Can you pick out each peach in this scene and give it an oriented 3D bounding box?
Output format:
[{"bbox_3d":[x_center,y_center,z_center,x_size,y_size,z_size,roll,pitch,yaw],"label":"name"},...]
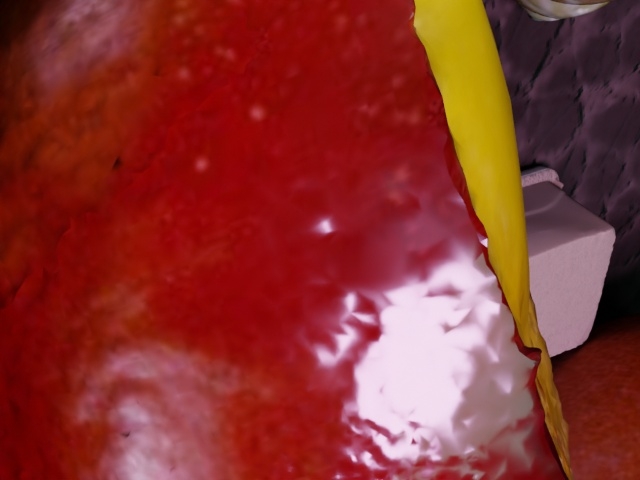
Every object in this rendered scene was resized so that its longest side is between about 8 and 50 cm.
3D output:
[{"bbox_3d":[0.000,0.000,0.665,0.281,0.281,0.338,2,115,-49],"label":"peach"}]

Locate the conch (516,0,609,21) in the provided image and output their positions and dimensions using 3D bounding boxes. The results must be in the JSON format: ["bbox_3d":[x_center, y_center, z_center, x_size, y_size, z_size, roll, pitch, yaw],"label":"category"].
[{"bbox_3d":[0.115,-0.170,0.798,0.116,0.106,0.173,-35,123,3],"label":"conch"}]

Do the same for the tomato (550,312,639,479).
[{"bbox_3d":[0.174,0.205,1.004,0.341,0.273,0.341,-47,163,-20],"label":"tomato"}]

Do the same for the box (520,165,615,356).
[{"bbox_3d":[0.091,0.021,0.938,0.122,0.062,0.089,-16,127,-40],"label":"box"}]
